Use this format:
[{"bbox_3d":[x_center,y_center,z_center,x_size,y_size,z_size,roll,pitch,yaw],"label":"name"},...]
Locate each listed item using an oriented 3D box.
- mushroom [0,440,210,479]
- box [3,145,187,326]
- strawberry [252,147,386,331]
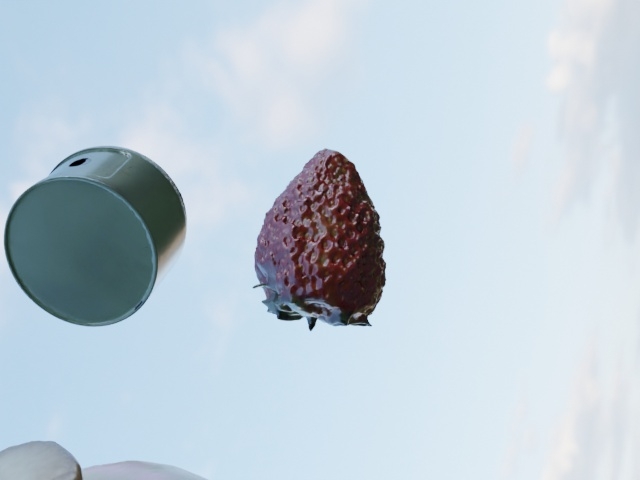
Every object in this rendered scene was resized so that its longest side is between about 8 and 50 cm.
[{"bbox_3d":[-0.121,0.214,0.903,0.236,0.173,0.162,60,-176,-26],"label":"mushroom"},{"bbox_3d":[-0.316,-0.009,1.758,0.149,0.226,0.226,-62,-26,-65],"label":"box"},{"bbox_3d":[0.002,0.004,1.103,0.131,0.131,0.148,57,-134,-61],"label":"strawberry"}]
